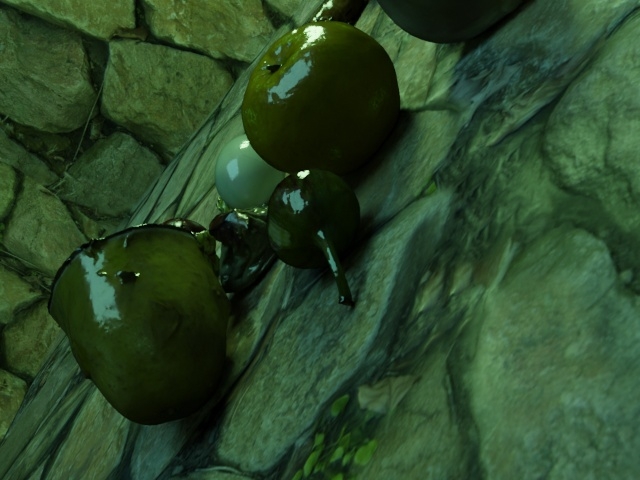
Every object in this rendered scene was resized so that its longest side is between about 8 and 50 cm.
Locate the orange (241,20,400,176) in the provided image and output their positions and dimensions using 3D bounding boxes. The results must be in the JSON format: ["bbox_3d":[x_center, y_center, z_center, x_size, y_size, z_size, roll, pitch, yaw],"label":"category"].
[{"bbox_3d":[0.004,-0.231,1.357,0.279,0.235,0.279,-33,38,30],"label":"orange"}]

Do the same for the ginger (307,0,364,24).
[{"bbox_3d":[0.044,-0.632,2.247,0.309,0.107,0.133,-61,-4,-22],"label":"ginger"}]

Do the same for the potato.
[{"bbox_3d":[-0.269,0.177,1.318,0.290,0.296,0.397,-23,-26,-10],"label":"potato"}]

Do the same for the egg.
[{"bbox_3d":[-0.150,-0.139,1.706,0.151,0.151,0.209,-43,28,28],"label":"egg"}]

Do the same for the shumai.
[{"bbox_3d":[-0.150,-0.001,1.487,0.201,0.120,0.201,-44,22,24],"label":"shumai"}]

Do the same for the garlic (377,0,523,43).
[{"bbox_3d":[0.147,-0.455,1.233,0.231,0.340,0.246,-54,17,18],"label":"garlic"}]

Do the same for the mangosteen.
[{"bbox_3d":[-0.290,0.037,1.728,0.180,0.166,0.166,22,74,41],"label":"mangosteen"}]

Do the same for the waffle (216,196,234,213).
[{"bbox_3d":[-0.185,-0.158,1.988,0.214,0.054,0.208,-48,21,8],"label":"waffle"}]

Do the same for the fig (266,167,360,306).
[{"bbox_3d":[0.000,0.000,1.104,0.149,0.149,0.245,-49,30,14],"label":"fig"}]
